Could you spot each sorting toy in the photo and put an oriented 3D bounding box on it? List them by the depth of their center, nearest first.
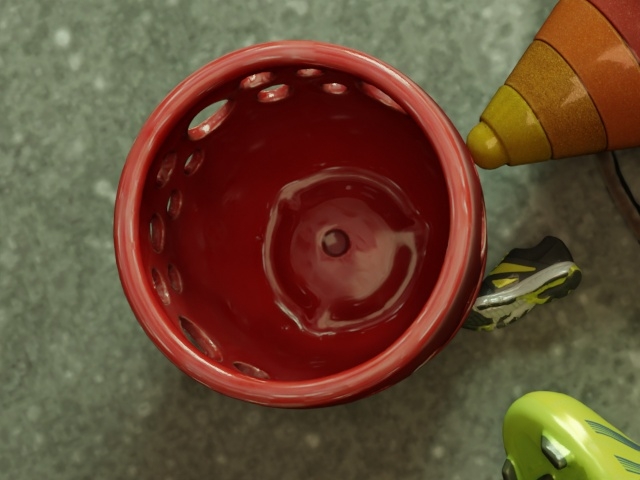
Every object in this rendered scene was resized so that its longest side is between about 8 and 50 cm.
[{"bbox_3d":[0.201,0.025,1.093,0.126,0.127,0.365,-32,84,-8],"label":"sorting toy"}]

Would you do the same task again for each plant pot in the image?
[{"bbox_3d":[0.000,0.000,1.086,0.191,0.174,0.191,-2,82,11],"label":"plant pot"}]

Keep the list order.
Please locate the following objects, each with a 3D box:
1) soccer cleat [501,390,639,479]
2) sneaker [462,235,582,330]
[{"bbox_3d":[0.224,0.183,1.123,0.289,0.093,0.121,43,59,10],"label":"soccer cleat"},{"bbox_3d":[0.111,0.025,1.160,0.083,0.031,0.035,-22,53,11],"label":"sneaker"}]
